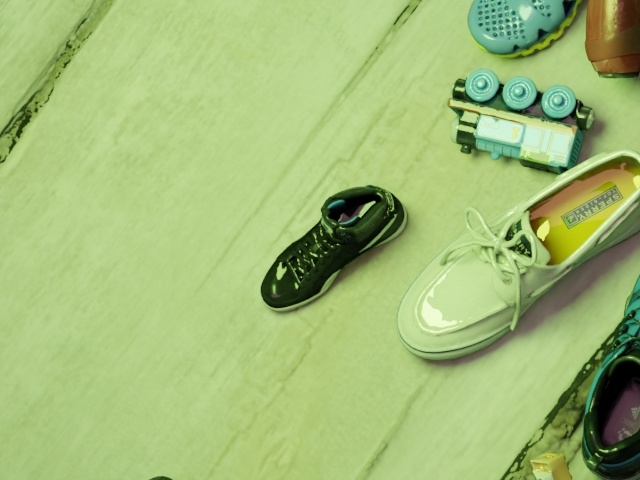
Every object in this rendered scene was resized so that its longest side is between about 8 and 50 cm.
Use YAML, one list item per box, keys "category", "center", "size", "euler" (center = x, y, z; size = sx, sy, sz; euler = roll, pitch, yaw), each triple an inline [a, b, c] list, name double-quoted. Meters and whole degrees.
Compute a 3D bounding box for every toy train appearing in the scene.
- category: "toy train"
  center: [0.243, -0.146, 1.783]
  size: [0.184, 0.080, 0.105]
  euler: [15, 87, 18]

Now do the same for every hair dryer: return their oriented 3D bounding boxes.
- category: "hair dryer"
  center: [0.423, -0.267, 1.731]
  size: [0.223, 0.080, 0.293]
  euler: [-43, 101, 0]

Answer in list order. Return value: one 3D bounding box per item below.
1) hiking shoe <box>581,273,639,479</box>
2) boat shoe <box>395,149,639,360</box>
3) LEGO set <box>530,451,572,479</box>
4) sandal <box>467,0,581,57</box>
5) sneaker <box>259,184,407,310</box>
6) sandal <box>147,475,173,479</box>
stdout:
- category: "hiking shoe"
  center: [0.383, 0.131, 1.644]
  size: [0.113, 0.132, 0.304]
  euler: [17, 80, 19]
- category: "boat shoe"
  center: [0.239, 0.011, 1.701]
  size: [0.367, 0.156, 0.136]
  euler: [-31, 70, 6]
- category: "LEGO set"
  center: [0.335, 0.364, 1.611]
  size: [0.107, 0.132, 0.287]
  euler: [-21, 65, 1]
- category: "sandal"
  center: [0.304, -0.360, 1.788]
  size: [0.317, 0.138, 0.126]
  euler: [-45, 71, 3]
- category: "sneaker"
  center: [0.000, 0.000, 1.789]
  size: [0.217, 0.121, 0.079]
  euler: [-36, 69, 4]
- category: "sandal"
  center: [-0.172, 0.501, 1.698]
  size: [0.107, 0.167, 0.445]
  euler: [-25, 70, 27]
